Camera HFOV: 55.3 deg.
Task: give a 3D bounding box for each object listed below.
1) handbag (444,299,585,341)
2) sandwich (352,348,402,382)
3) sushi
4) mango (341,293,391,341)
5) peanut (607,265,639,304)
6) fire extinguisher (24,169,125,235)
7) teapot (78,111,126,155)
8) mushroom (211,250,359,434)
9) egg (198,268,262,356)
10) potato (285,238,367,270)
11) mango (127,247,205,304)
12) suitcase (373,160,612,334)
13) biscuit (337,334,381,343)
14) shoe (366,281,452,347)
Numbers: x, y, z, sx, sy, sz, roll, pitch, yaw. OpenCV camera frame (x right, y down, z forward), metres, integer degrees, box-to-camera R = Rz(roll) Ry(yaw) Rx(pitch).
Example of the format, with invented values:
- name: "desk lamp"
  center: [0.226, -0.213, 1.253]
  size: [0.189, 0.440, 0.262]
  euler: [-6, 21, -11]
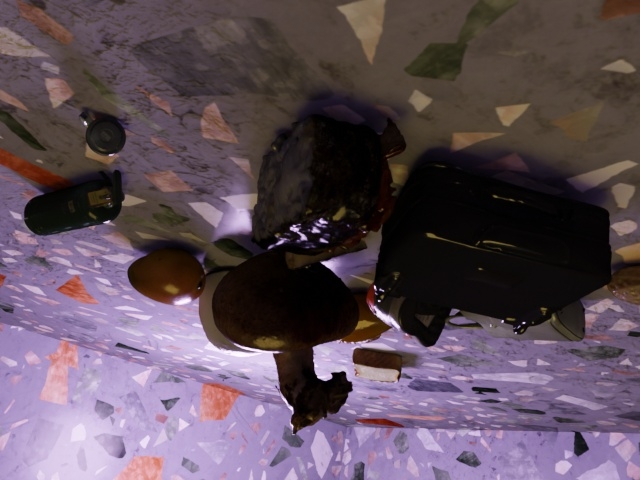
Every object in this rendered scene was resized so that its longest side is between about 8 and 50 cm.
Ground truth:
- name: "handbag"
  center: [0.445, 0.170, 1.453]
  size: [0.315, 0.109, 0.241]
  euler: [-5, 151, 42]
- name: "sandwich"
  center: [0.207, 0.462, 2.240]
  size: [0.186, 0.065, 0.214]
  euler: [5, 155, 11]
- name: "sushi"
  center: [0.006, -0.087, 0.986]
  size: [0.182, 0.196, 0.343]
  euler: [0, 167, -24]
- name: "mango"
  center: [0.108, 0.204, 1.644]
  size: [0.152, 0.120, 0.221]
  euler: [26, 145, -38]
- name: "peanut"
  center: [0.647, 0.080, 1.171]
  size: [0.093, 0.083, 0.194]
  euler: [14, 159, -42]
- name: "fire extinguisher"
  center: [-0.520, -0.079, 1.317]
  size: [0.311, 0.114, 0.095]
  euler: [-6, -170, 36]
- name: "teapot"
  center: [-0.384, -0.186, 1.066]
  size: [0.088, 0.066, 0.057]
  euler: [44, 164, -16]
- name: "mushroom"
  center: [-0.064, 0.198, 1.417]
  size: [0.334, 0.331, 0.356]
  euler: [15, 126, 44]
- name: "egg"
  center: [-0.204, 0.227, 1.732]
  size: [0.337, 0.201, 0.337]
  euler: [8, 158, 3]
- name: "potato"
  center: [0.000, 0.000, 1.308]
  size: [0.172, 0.089, 0.100]
  euler: [-17, -177, -12]
- name: "mango"
  center: [-0.401, 0.099, 1.609]
  size: [0.175, 0.139, 0.254]
  euler: [39, 154, -26]
- name: "suitcase"
  center: [0.285, 0.016, 1.060]
  size: [0.345, 0.188, 0.339]
  euler: [15, 157, -5]
- name: "biscuit"
  center: [0.043, 0.276, 1.925]
  size: [0.305, 0.038, 0.305]
  euler: [9, 156, 4]
- name: "shoe"
  center: [0.204, 0.168, 1.518]
  size: [0.171, 0.132, 0.336]
  euler: [22, 177, 32]
